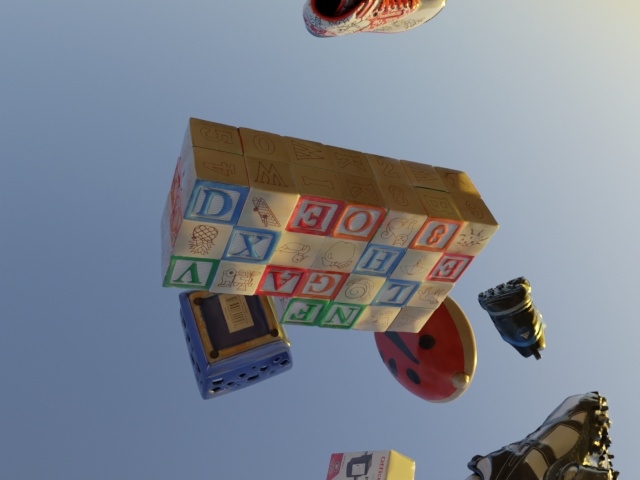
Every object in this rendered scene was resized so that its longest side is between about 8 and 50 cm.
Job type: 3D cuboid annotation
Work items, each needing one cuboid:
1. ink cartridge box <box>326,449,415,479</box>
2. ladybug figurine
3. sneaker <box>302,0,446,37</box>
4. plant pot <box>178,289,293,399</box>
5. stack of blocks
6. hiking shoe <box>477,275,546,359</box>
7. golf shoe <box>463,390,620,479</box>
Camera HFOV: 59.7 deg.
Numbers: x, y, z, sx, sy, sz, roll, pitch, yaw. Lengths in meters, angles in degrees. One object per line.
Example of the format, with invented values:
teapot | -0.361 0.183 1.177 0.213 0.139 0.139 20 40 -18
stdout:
ink cartridge box | 0.122 0.659 1.478 0.100 0.237 0.172 36 -130 -26
ladybug figurine | 0.281 0.288 1.614 0.161 0.305 0.449 14 -170 -22
sneaker | 0.102 -0.414 0.969 0.269 0.090 0.145 -9 -170 0
plant pot | -0.198 0.206 1.294 0.235 0.212 0.236 -16 -112 -15
stack of blocks | 0.000 0.000 0.552 0.297 0.171 0.087 7 -138 -25
hiking shoe | 0.397 0.157 1.151 0.132 0.113 0.304 66 -160 5
golf shoe | 0.133 0.144 0.344 0.198 0.093 0.077 -3 -97 -61
